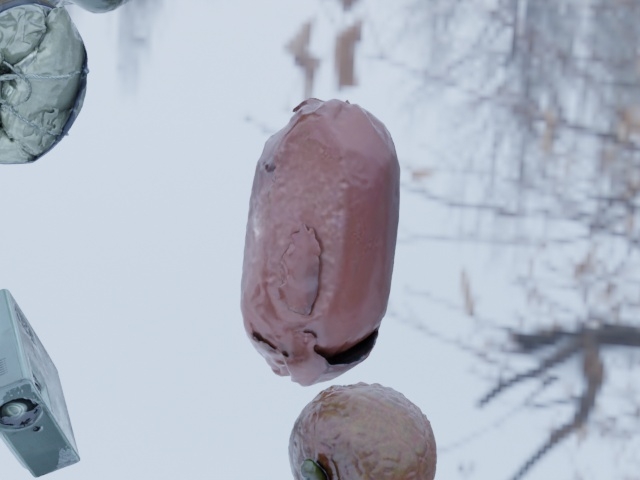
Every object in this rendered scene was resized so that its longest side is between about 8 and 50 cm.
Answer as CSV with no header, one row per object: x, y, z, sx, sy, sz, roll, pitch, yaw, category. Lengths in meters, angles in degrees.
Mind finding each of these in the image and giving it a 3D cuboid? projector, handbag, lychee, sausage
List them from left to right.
-0.214,-0.114,1.283,0.095,0.117,0.173,13,-175,-13,handbag
-0.278,0.134,1.690,0.061,0.147,0.115,-23,-129,-1,projector
0.000,0.000,1.789,0.152,0.279,0.152,6,-172,-1,sausage
0.024,0.157,1.230,0.101,0.114,0.140,16,-140,6,lychee

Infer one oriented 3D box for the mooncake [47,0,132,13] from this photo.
-0.245,-0.373,1.751,0.356,0.194,0.356,-2,151,-1,mooncake
